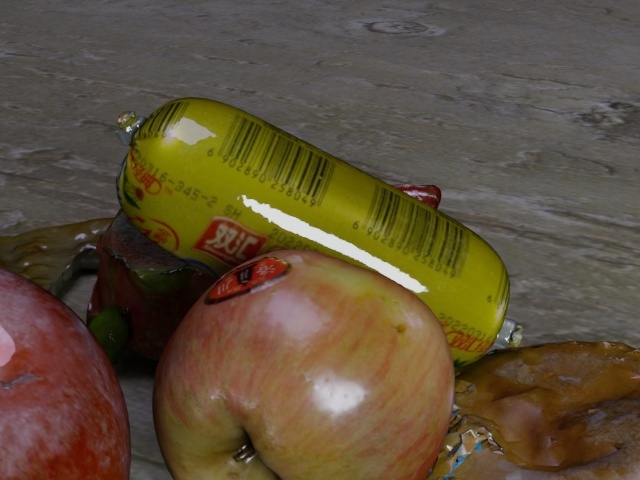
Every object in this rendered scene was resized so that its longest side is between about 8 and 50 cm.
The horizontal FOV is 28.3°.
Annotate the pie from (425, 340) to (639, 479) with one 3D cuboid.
[{"bbox_3d":[0.182,0.142,0.904,0.274,0.069,0.273,-8,19,3],"label":"pie"}]

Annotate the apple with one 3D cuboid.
[{"bbox_3d":[-0.011,0.103,0.850,0.210,0.209,0.164,8,35,26],"label":"apple"}]

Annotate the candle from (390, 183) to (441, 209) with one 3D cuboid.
[{"bbox_3d":[-0.035,-0.035,1.362,0.329,0.048,0.051,-1,66,8],"label":"candle"}]

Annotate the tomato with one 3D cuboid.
[{"bbox_3d":[-0.249,0.144,0.787,0.270,0.227,0.270,-2,44,2],"label":"tomato"}]

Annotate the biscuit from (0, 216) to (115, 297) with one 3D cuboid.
[{"bbox_3d":[-0.251,0.025,1.276,0.183,0.039,0.174,-11,24,-12],"label":"biscuit"}]

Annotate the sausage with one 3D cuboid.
[{"bbox_3d":[0.000,0.000,0.950,0.347,0.123,0.123,27,24,-8],"label":"sausage"}]

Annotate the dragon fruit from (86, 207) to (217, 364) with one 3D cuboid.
[{"bbox_3d":[-0.083,0.021,1.141,0.269,0.130,0.295,-10,25,-11],"label":"dragon fruit"}]
